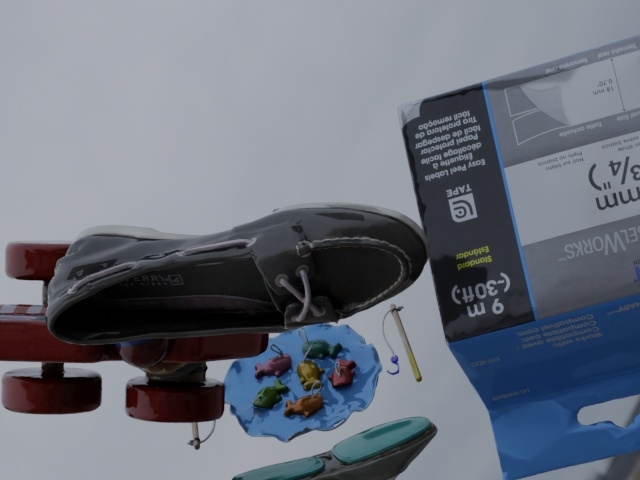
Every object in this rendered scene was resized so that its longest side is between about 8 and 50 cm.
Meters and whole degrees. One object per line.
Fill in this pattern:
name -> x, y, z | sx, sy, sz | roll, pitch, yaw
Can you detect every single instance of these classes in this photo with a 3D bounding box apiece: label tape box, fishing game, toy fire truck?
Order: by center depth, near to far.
label tape box -> 0.223, 0.016, 1.583 | 0.106, 0.241, 0.333 | 31, -135, -67
toy fire truck -> -0.207, 0.091, 1.742 | 0.254, 0.302, 0.169 | -23, -65, -83
fishing game -> -0.025, 0.149, 2.029 | 0.189, 0.264, 0.041 | -100, -6, -53

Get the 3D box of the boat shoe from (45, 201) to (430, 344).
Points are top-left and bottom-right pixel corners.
boat shoe -> -0.074, 0.042, 1.531 | 0.095, 0.335, 0.112 | -70, -33, -45

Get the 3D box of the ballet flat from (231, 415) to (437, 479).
ballet flat -> 0.014, 0.228, 1.748 | 0.072, 0.213, 0.068 | -134, 28, -72

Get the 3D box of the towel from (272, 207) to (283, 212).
towel -> 0.000, 0.000, 2.038 | 0.029, 0.119, 0.067 | -42, -48, -30
